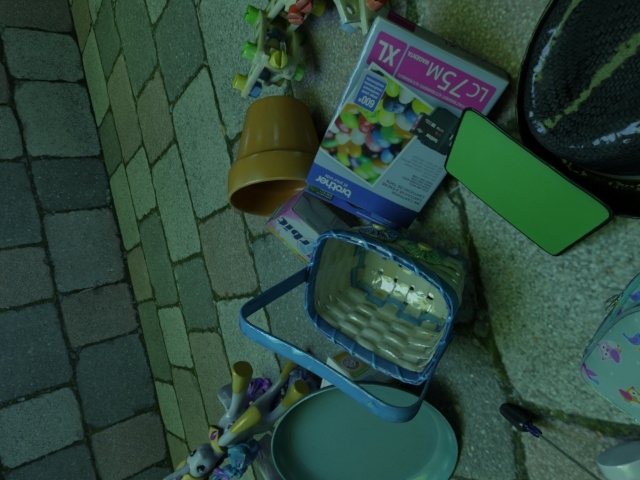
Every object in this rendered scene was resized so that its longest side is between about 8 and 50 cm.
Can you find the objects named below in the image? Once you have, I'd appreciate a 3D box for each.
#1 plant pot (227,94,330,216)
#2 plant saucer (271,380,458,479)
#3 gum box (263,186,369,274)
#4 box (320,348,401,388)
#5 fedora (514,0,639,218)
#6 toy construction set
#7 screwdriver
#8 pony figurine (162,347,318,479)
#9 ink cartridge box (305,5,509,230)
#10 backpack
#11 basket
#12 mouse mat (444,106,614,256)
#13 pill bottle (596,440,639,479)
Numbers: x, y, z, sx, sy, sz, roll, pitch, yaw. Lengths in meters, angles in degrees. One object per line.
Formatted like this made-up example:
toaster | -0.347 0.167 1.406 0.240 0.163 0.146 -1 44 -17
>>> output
plant pot | -0.080 -0.167 0.842 0.205 0.204 0.188 -24 66 52
plant saucer | 0.074 0.357 0.749 0.044 0.316 0.318 -83 4 -63
gum box | 0.000 0.000 0.808 0.188 0.062 0.107 43 146 -16
box | 0.068 0.314 0.834 0.103 0.114 0.203 36 125 40
fedora | 0.302 -0.170 0.374 0.333 0.152 0.335 18 114 48
toy construction set | -0.030 -0.387 0.738 0.327 0.151 0.215 -4 72 45
screwdriver | 0.297 0.262 0.559 0.024 0.025 0.170 -54 22 -3
pony figurine | -0.156 0.419 1.011 0.303 0.350 0.364 48 114 28
ink cartridge box | 0.100 -0.140 0.632 0.185 0.065 0.311 25 132 -3
backpack | 0.354 0.097 0.392 0.166 0.144 0.189 43 128 44
basket | 0.064 0.095 0.609 0.254 0.289 0.201 24 128 24
mouse mat | 0.230 -0.063 0.510 0.190 0.007 0.153 45 171 17
pill bottle | 0.375 0.306 0.465 0.086 0.086 0.152 -44 65 48
